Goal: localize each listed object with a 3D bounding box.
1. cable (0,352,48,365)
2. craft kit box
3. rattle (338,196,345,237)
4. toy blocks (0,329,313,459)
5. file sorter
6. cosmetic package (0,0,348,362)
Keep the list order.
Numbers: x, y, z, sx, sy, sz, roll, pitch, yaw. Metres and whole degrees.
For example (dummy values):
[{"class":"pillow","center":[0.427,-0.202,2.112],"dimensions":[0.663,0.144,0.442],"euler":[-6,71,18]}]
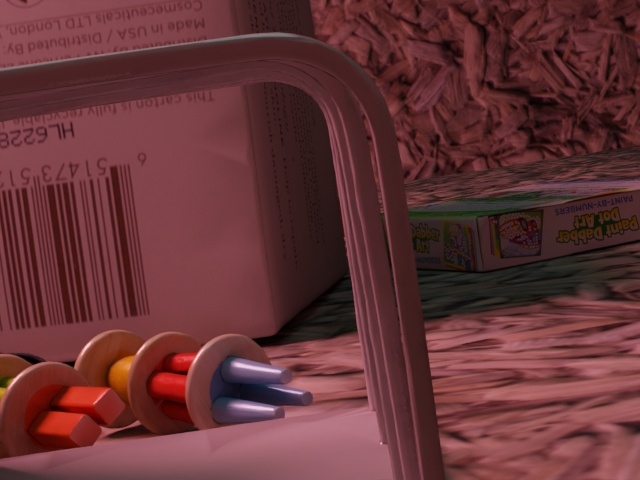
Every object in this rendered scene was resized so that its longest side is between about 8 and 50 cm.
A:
[{"class":"cable","center":[-0.227,0.091,0.780],"dimensions":[0.184,0.047,0.150],"euler":[-10,5,-35]},{"class":"craft kit box","center":[0.192,-0.018,1.363],"dimensions":[0.247,0.061,0.250],"euler":[-7,4,-25]},{"class":"rattle","center":[0.000,0.000,1.629],"dimensions":[0.130,0.143,0.199],"euler":[-39,20,4]},{"class":"toy blocks","center":[-0.088,0.077,0.665],"dimensions":[0.123,0.054,0.148],"euler":[-11,6,-41]},{"class":"file sorter","center":[-0.066,0.030,0.468],"dimensions":[0.193,0.173,0.277],"euler":[-9,5,-1]},{"class":"cosmetic package","center":[-0.177,-0.087,1.163],"dimensions":[0.329,0.327,0.394],"euler":[-8,4,8]}]
